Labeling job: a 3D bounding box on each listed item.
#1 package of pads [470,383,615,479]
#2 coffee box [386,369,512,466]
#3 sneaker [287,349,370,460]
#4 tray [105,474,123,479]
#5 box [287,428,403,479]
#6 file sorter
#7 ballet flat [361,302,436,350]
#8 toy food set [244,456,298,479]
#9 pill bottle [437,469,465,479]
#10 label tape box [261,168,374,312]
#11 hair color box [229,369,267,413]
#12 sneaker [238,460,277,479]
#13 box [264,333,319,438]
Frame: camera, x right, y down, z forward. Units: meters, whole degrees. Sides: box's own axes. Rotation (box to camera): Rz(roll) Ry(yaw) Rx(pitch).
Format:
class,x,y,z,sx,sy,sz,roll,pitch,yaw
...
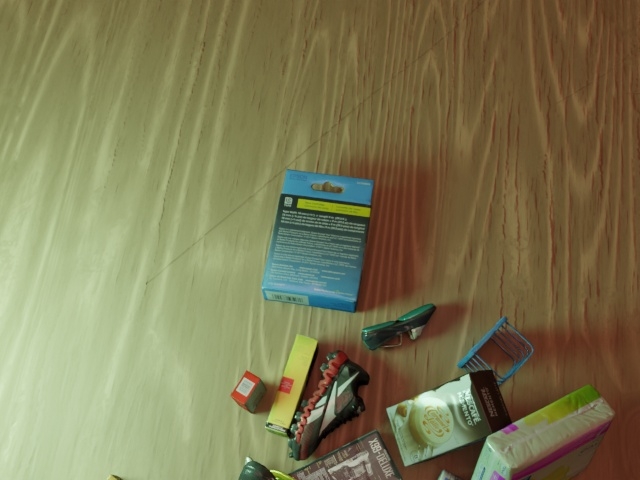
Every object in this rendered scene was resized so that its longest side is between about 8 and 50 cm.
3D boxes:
class,x,y,z,sx,sy,sz,roll,pitch,yaw
package of pads,0.471,0.458,1.555,0.297,0.229,0.101,-19,47,-21
coffee box,0.283,0.395,1.614,0.247,0.098,0.141,-35,63,35
sneaker,0.027,0.399,1.696,0.135,0.097,0.276,25,69,14
tray,-0.370,0.726,1.590,0.411,0.076,0.202,34,73,14
box,0.089,0.614,1.617,0.243,0.076,0.307,-26,69,-8
file sorter,0.411,0.271,1.697,0.118,0.170,0.104,-43,75,-14
ballet flat,0.199,0.219,1.787,0.203,0.074,0.074,-20,68,-12
toy food set,-0.111,0.576,1.589,0.218,0.071,0.128,16,94,32
pill bottle,0.321,0.580,1.621,0.137,0.078,0.078,25,71,12
label tape box,0.000,0.000,1.857,0.241,0.106,0.333,8,68,6
hair color box,-0.167,0.356,1.698,0.043,0.141,0.072,29,71,13
sneaker,-0.162,0.607,1.495,0.107,0.281,0.163,15,26,30
box,-0.065,0.347,1.728,0.058,0.087,0.232,17,70,9
